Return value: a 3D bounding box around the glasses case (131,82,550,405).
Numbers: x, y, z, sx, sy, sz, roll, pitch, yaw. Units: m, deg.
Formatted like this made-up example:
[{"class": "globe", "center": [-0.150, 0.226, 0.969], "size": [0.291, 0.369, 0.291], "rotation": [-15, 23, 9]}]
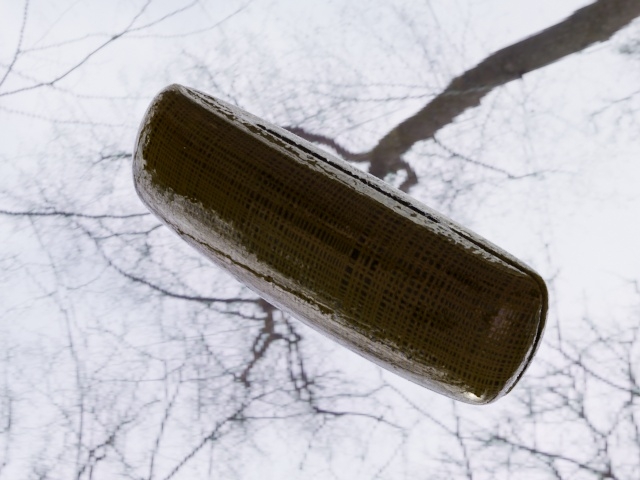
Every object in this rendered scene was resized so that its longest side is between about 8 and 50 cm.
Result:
[{"class": "glasses case", "center": [0.000, 0.000, 0.560], "size": [0.064, 0.234, 0.079], "rotation": [-23, -43, -53]}]
